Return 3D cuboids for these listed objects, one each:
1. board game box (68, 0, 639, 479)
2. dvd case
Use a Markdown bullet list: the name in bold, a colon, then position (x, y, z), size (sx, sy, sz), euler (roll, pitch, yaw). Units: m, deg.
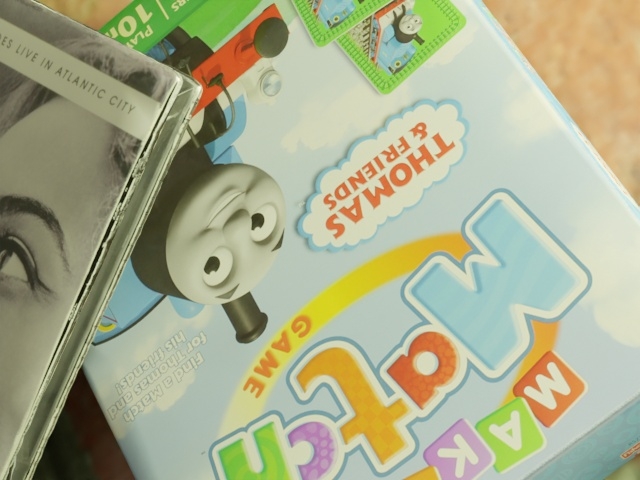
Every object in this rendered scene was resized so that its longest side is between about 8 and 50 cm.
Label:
- **board game box**: position (0.000, 0.000, 0.506), size (0.160, 0.039, 0.211), euler (-39, 58, 10)
- **dvd case**: position (-0.138, 0.022, 0.553), size (0.164, 0.018, 0.221), euler (29, 97, 39)
